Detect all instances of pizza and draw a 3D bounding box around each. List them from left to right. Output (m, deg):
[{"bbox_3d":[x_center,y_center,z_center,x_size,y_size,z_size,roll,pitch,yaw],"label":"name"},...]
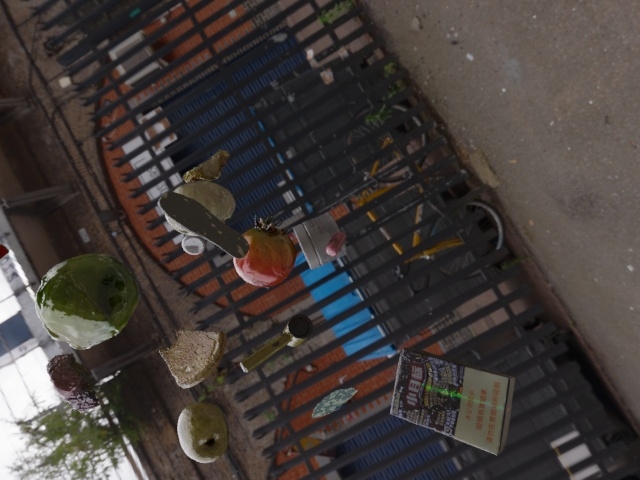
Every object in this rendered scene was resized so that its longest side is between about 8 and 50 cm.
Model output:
[{"bbox_3d":[-0.394,0.343,1.279,0.262,0.181,0.034,4,148,36],"label":"pizza"}]

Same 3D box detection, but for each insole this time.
[{"bbox_3d":[-0.282,-0.037,1.054,0.248,0.011,0.081,36,-126,-16],"label":"insole"}]

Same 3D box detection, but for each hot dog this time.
[{"bbox_3d":[-0.335,-0.214,1.306,0.061,0.169,0.078,45,158,9],"label":"hot dog"}]

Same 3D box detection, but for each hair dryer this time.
[{"bbox_3d":[-0.159,0.372,1.508,0.090,0.279,0.135,53,152,12],"label":"hair dryer"}]

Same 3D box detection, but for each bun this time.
[{"bbox_3d":[-0.337,-0.080,1.228,0.193,0.178,0.127,8,-129,-51],"label":"bun"}]

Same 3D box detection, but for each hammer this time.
[{"bbox_3d":[0.043,0.010,1.218,0.043,0.043,0.083,58,-140,-25],"label":"hammer"}]

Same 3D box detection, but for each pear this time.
[{"bbox_3d":[-0.471,0.762,1.716,0.211,0.189,0.228,19,118,56],"label":"pear"}]

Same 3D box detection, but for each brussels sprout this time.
[{"bbox_3d":[-0.805,0.203,1.503,0.344,0.344,0.268,57,180,-33],"label":"brussels sprout"}]

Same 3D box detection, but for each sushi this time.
[{"bbox_3d":[-0.888,0.516,1.536,0.241,0.108,0.161,64,159,0],"label":"sushi"}]

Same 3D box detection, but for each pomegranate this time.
[{"bbox_3d":[-0.180,0.040,1.404,0.210,0.210,0.235,-111,28,-69],"label":"pomegranate"}]

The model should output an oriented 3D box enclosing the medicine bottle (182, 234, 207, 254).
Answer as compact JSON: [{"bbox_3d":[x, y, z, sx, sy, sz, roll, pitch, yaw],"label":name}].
[{"bbox_3d":[-0.572,-0.026,1.962,0.107,0.107,0.191,58,-171,-31],"label":"medicine bottle"}]

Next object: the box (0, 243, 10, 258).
[{"bbox_3d":[-1.236,0.046,1.562,0.175,0.112,0.048,14,140,33],"label":"box"}]

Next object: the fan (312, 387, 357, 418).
[{"bbox_3d":[0.062,0.737,1.950,0.009,0.240,0.131,63,173,-18],"label":"fan"}]

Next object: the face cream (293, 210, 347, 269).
[{"bbox_3d":[0.000,0.000,1.582,0.177,0.153,0.177,155,90,-86],"label":"face cream"}]

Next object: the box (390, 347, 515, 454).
[{"bbox_3d":[0.363,0.434,1.192,0.084,0.310,0.198,19,-99,-52],"label":"box"}]
